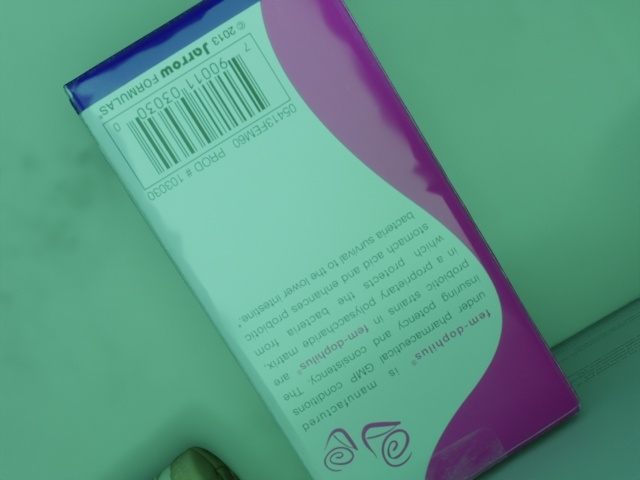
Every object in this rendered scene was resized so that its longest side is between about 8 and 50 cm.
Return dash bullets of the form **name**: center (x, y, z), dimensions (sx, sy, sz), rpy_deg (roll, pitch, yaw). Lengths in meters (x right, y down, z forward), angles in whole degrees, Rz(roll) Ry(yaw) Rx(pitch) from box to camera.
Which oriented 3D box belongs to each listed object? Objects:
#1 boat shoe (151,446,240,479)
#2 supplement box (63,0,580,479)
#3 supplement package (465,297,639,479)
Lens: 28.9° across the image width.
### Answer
- **boat shoe**: center (-0.014, 0.234, 0.576), dimensions (0.092, 0.103, 0.285), rpy_deg (-31, 96, 5)
- **supplement box**: center (0.000, 0.000, 0.535), dimensions (0.111, 0.114, 0.220), rpy_deg (-31, 98, -1)
- **supplement package**: center (0.144, 0.134, 0.522), dimensions (0.194, 0.203, 0.149), rpy_deg (-31, 100, 0)
